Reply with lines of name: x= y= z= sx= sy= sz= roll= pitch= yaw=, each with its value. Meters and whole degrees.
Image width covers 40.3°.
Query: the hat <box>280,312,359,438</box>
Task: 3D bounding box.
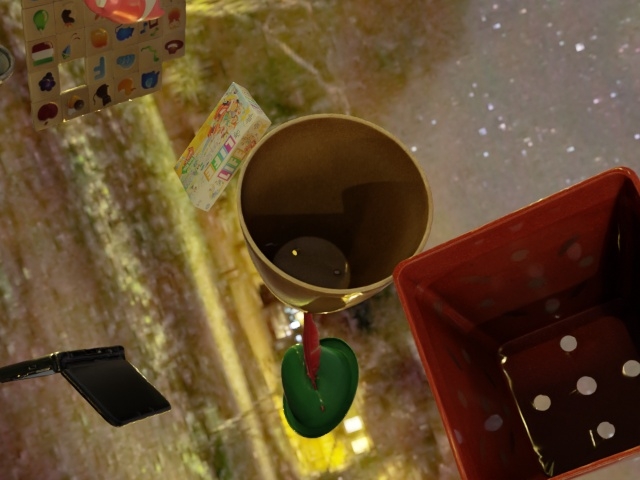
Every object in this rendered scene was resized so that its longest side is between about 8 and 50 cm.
hat: x=-0.051 y=0.214 z=1.478 sx=0.183 sy=0.173 sz=0.208 roll=30 pitch=72 yaw=-43

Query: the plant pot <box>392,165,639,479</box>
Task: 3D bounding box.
plant pot: x=0.268 y=0.128 z=0.932 sx=0.236 sy=0.267 sz=0.267 roll=43 pitch=26 yaw=-58

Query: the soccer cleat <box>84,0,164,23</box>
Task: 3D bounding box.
soccer cleat: x=-0.163 y=-0.327 z=0.823 sx=0.083 sy=0.095 sz=0.248 roll=30 pitch=-68 yaw=29

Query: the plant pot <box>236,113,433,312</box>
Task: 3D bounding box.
plant pot: x=0.000 y=0.000 z=1.148 sx=0.254 sy=0.237 sz=0.237 roll=111 pitch=-39 yaw=-65

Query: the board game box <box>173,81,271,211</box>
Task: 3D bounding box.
board game box: x=-0.138 y=-0.130 z=1.199 sx=0.026 sy=0.154 sz=0.103 roll=25 pitch=20 yaw=-39

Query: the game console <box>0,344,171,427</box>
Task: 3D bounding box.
game console: x=-0.203 y=0.129 z=0.742 sx=0.122 sy=0.107 sz=0.071 roll=21 pitch=54 yaw=-77

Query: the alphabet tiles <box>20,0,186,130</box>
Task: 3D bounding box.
alphabet tiles: x=-0.262 y=-0.258 z=1.090 sx=0.009 sy=0.237 sz=0.198 roll=33 pitch=-47 yaw=30

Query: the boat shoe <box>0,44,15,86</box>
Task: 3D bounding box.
boat shoe: x=-0.457 y=-0.180 z=0.896 sx=0.301 sy=0.102 sz=0.108 roll=-7 pitch=81 yaw=-54
